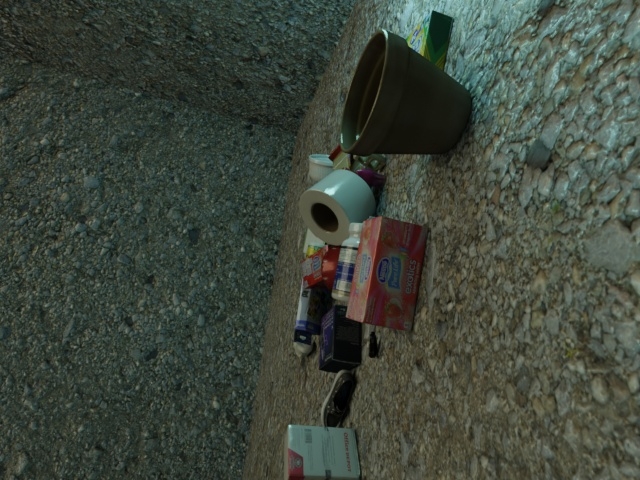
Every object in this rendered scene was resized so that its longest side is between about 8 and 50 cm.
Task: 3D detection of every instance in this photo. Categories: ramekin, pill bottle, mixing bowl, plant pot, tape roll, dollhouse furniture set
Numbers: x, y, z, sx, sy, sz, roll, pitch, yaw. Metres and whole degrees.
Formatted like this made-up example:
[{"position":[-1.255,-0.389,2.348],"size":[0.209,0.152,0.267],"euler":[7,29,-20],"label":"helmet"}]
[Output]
[{"position":[0.040,-0.359,2.082],"size":[0.207,0.208,0.108],"euler":[-113,28,-67],"label":"ramekin"},{"position":[0.135,0.080,1.405],"size":[0.153,0.153,0.264],"euler":[175,107,-75],"label":"pill bottle"},{"position":[0.101,0.106,1.539],"size":[0.098,0.182,0.181],"euler":[-10,67,51],"label":"mixing bowl"},{"position":[0.235,-0.361,1.136],"size":[0.323,0.281,0.322],"euler":[-167,90,-75],"label":"plant pot"},{"position":[0.064,-0.126,1.577],"size":[0.169,0.246,0.246],"euler":[-41,-8,-34],"label":"tape roll"},{"position":[0.196,-0.357,1.653],"size":[0.374,0.152,0.201],"euler":[-42,33,38],"label":"dollhouse furniture set"},{"position":[-0.023,0.120,2.064],"size":[0.118,0.118,0.208],"euler":[-179,102,-76],"label":"pill bottle"}]

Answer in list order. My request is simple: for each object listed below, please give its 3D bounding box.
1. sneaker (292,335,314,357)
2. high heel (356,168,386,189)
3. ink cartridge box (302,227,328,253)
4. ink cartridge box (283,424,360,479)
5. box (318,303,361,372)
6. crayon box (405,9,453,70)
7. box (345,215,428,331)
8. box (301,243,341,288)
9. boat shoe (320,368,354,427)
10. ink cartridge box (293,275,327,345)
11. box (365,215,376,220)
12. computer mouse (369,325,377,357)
[{"position":[-0.082,0.533,2.042],"size":[0.235,0.090,0.094],"euler":[160,109,-78],"label":"sneaker"},{"position":[0.155,-0.180,1.626],"size":[0.244,0.117,0.082],"euler":[121,157,-51],"label":"high heel"},{"position":[0.000,0.000,2.220],"size":[0.235,0.056,0.170],"euler":[10,88,53],"label":"ink cartridge box"},{"position":[0.000,0.669,1.283],"size":[0.158,0.218,0.092],"euler":[-96,17,-52],"label":"ink cartridge box"},{"position":[0.071,0.360,1.505],"size":[0.153,0.108,0.206],"euler":[123,156,-53],"label":"box"},{"position":[0.322,-0.547,1.369],"size":[0.203,0.083,0.322],"euler":[174,108,-76],"label":"crayon box"},{"position":[0.187,0.094,1.191],"size":[0.142,0.154,0.299],"euler":[165,118,-75],"label":"box"},{"position":[0.030,0.113,1.728],"size":[0.257,0.123,0.128],"euler":[-36,59,57],"label":"box"},{"position":[0.065,0.564,1.434],"size":[0.076,0.080,0.228],"euler":[-137,68,-76],"label":"boat shoe"},{"position":[-0.039,0.313,1.881],"size":[0.186,0.065,0.310],"euler":[42,-126,-59],"label":"ink cartridge box"},{"position":[0.190,0.034,1.311],"size":[0.036,0.114,0.206],"euler":[137,144,-67],"label":"box"},{"position":[0.166,0.247,1.309],"size":[0.071,0.041,0.241],"euler":[24,-109,-62],"label":"computer mouse"}]
